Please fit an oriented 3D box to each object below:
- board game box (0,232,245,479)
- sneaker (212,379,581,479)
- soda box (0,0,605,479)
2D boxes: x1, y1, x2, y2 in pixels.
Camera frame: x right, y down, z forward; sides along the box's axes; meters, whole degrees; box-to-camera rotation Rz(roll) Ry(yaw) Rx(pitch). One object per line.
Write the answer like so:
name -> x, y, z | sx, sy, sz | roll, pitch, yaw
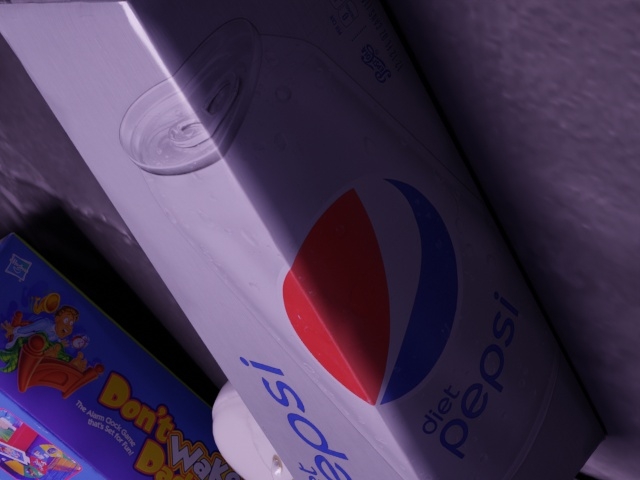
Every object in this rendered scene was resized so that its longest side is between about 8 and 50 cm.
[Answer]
board game box -> -0.203, 0.140, 1.005 | 0.233, 0.078, 0.347 | 44, 144, -18
sneaker -> 0.029, 0.143, 0.739 | 0.290, 0.123, 0.106 | 18, 145, 44
soda box -> 0.000, 0.000, 0.606 | 0.098, 0.091, 0.286 | 9, 137, 49
